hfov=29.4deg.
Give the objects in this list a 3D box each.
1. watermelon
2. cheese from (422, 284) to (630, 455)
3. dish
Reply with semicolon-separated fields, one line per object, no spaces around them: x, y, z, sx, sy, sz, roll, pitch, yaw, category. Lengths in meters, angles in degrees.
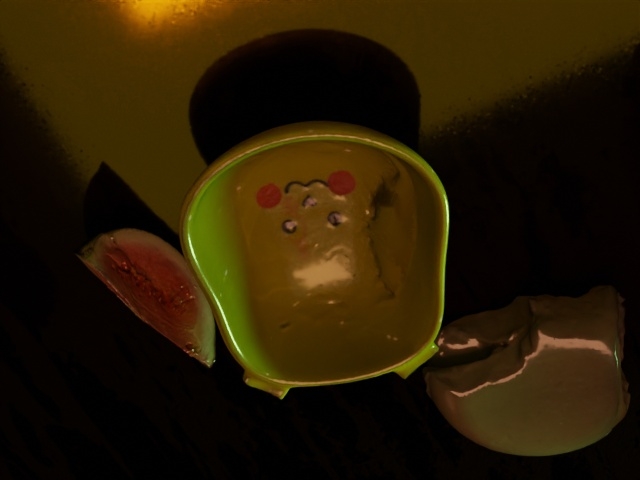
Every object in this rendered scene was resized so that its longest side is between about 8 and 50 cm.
-0.150;0.035;1.100;0.069;0.087;0.163;-49;120;-9;watermelon
0.199;0.129;1.167;0.202;0.091;0.175;-6;122;0;cheese
0.000;0.000;1.058;0.221;0.108;0.262;-9;122;3;dish
